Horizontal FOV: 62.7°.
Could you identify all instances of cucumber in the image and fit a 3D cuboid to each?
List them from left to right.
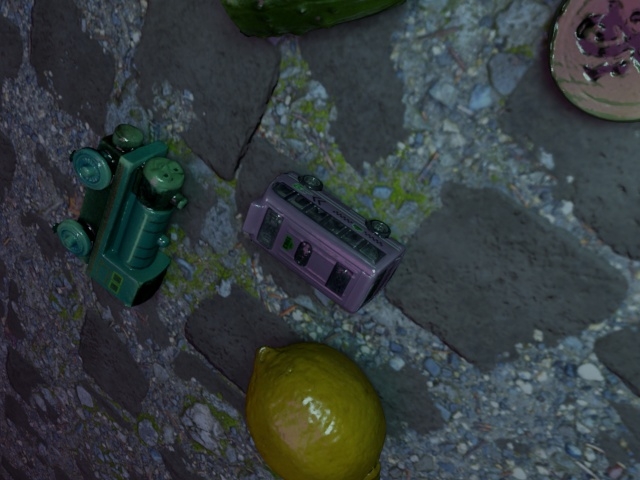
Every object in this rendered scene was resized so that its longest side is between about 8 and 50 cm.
[{"bbox_3d":[0.014,-0.283,0.543,0.245,0.134,0.134,12,117,25],"label":"cucumber"}]

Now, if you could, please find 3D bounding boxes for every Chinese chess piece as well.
[{"bbox_3d":[0.274,-0.175,0.457,0.144,0.058,0.144,14,118,29],"label":"Chinese chess piece"}]

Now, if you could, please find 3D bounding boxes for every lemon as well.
[{"bbox_3d":[-0.007,0.252,0.754,0.256,0.188,0.188,51,129,0],"label":"lemon"}]

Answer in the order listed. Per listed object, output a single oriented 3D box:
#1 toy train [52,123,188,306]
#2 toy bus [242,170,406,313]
[{"bbox_3d":[-0.322,-0.041,0.880,0.194,0.120,0.298,37,127,5],"label":"toy train"},{"bbox_3d":[0.000,0.000,0.685,0.199,0.108,0.096,35,126,15],"label":"toy bus"}]
